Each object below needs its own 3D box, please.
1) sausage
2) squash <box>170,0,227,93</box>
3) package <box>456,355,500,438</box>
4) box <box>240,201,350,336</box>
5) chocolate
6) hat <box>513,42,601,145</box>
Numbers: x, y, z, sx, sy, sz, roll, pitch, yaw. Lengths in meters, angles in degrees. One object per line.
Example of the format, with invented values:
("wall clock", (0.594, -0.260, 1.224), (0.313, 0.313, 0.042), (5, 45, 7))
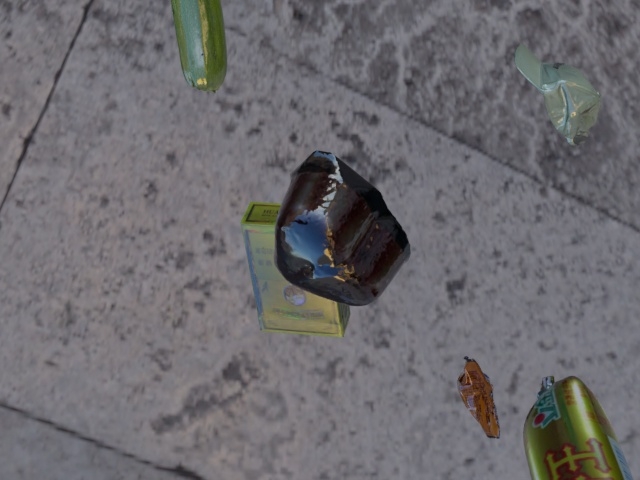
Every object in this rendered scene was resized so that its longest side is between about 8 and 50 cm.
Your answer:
("sausage", (0.191, 0.208, 0.786), (0.082, 0.371, 0.082), (-1, 122, -2))
("squash", (-0.165, -0.313, 1.582), (0.069, 0.069, 0.239), (-7, 102, 6))
("package", (0.150, 0.147, 1.144), (0.033, 0.110, 0.077), (1, 91, 1))
("box", (-0.035, 0.047, 1.834), (0.141, 0.064, 0.220), (4, 131, 14))
("chocolate", (0.000, 0.000, 1.107), (0.125, 0.080, 0.148), (-8, 130, 36))
("hat", (0.352, -0.227, 1.765), (0.081, 0.122, 0.166), (-41, 77, 12))
